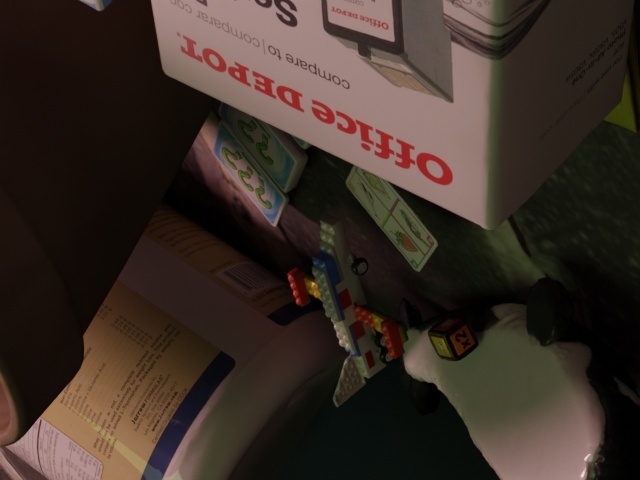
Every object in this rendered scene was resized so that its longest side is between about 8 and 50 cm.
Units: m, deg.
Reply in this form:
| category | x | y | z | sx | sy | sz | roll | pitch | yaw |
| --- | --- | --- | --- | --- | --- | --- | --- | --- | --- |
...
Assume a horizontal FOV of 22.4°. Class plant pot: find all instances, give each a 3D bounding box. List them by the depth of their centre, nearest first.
| category | x | y | z | sx | sy | sz | roll | pitch | yaw |
| --- | --- | --- | --- | --- | --- | --- | --- | --- | --- |
| plant pot | -0.215 | -0.078 | 1.030 | 0.323 | 0.280 | 0.323 | 34 | 153 | 20 |
| plant pot | 0.096 | 0.223 | 1.194 | 0.234 | 0.165 | 0.166 | 25 | 150 | 17 |

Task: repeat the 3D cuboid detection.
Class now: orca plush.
| category | x | y | z | sx | sy | sz | roll | pitch | yaw |
| --- | --- | --- | --- | --- | --- | --- | --- | --- | --- |
| orca plush | 0.142 | 0.108 | 1.019 | 0.102 | 0.151 | 0.287 | 12 | 171 | -22 |

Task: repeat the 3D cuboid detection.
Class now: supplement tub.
| category | x | y | z | sx | sy | sz | roll | pitch | yaw |
| --- | --- | --- | --- | --- | --- | --- | --- | --- | --- |
| supplement tub | -0.152 | 0.084 | 1.249 | 0.316 | 0.228 | 0.228 | 33 | 153 | 20 |

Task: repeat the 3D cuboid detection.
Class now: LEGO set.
| category | x | y | z | sx | sy | sz | roll | pitch | yaw |
| --- | --- | --- | --- | --- | --- | --- | --- | --- | --- |
| LEGO set | 0.000 | 0.000 | 1.060 | 0.244 | 0.060 | 0.182 | 51 | 156 | 11 |

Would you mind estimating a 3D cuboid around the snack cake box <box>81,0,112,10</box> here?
| category | x | y | z | sx | sy | sz | roll | pitch | yaw |
| --- | --- | --- | --- | --- | --- | --- | --- | --- | --- |
| snack cake box | -0.167 | -0.250 | 0.848 | 0.264 | 0.152 | 0.089 | 32 | 153 | 22 |

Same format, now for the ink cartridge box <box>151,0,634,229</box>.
| category | x | y | z | sx | sy | sz | roll | pitch | yaw |
| --- | --- | --- | --- | --- | --- | --- | --- | --- | --- |
| ink cartridge box | 0.026 | -0.172 | 0.700 | 0.211 | 0.121 | 0.289 | 28 | 145 | 27 |

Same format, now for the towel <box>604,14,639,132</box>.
| category | x | y | z | sx | sy | sz | roll | pitch | yaw |
| --- | --- | --- | --- | --- | --- | --- | --- | --- | --- |
| towel | 0.065 | -0.131 | 0.856 | 0.237 | 0.021 | 0.102 | 25 | 152 | 33 |
